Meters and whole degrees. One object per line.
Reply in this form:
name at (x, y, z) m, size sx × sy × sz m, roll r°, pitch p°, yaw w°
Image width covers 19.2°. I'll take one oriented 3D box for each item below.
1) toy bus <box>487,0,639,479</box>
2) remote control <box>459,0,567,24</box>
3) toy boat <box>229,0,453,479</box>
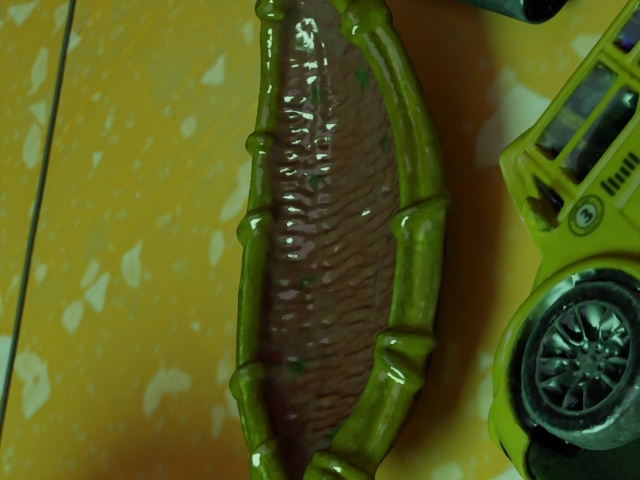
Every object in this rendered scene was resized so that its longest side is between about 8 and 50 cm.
toy bus at (0.183, -0.045, 0.703) m, size 0.331 × 0.145 × 0.151 m, roll -53°, pitch 42°, yaw 12°
remote control at (0.015, -0.205, 1.029) m, size 0.377 × 0.044 × 0.107 m, roll 27°, pitch 97°, yaw 50°
toy boat at (0.005, 0.000, 0.909) m, size 0.141 × 0.099 × 0.317 m, roll -24°, pitch 59°, yaw 42°
